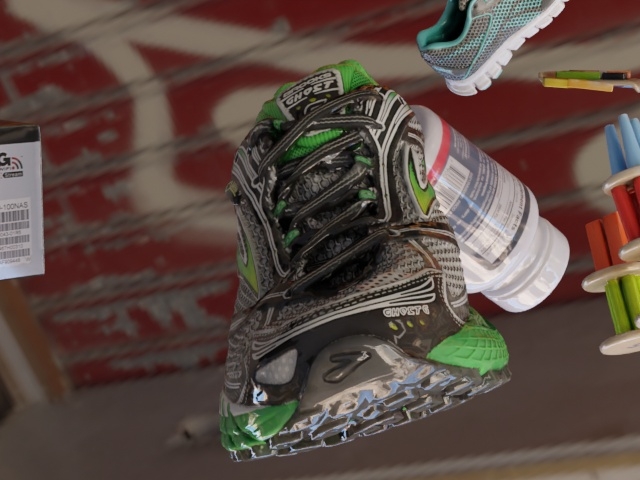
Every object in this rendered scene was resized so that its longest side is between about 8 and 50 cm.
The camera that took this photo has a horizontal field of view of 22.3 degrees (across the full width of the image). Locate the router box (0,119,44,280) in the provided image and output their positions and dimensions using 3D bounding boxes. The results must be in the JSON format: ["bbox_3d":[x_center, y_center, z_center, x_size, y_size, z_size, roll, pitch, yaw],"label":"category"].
[{"bbox_3d":[-0.327,-0.017,0.783,0.309,0.081,0.243,-9,-167,-42],"label":"router box"}]

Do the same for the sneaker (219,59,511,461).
[{"bbox_3d":[0.000,0.000,0.783,0.134,0.146,0.343,-17,-165,2],"label":"sneaker"}]

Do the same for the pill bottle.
[{"bbox_3d":[0.113,-0.020,1.327,0.108,0.180,0.108,-38,-148,29],"label":"pill bottle"}]

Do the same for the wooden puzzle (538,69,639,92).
[{"bbox_3d":[0.197,-0.116,1.165,0.079,0.014,0.116,6,-172,11],"label":"wooden puzzle"}]

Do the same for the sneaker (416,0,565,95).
[{"bbox_3d":[0.144,-0.195,1.332,0.166,0.076,0.065,-51,-139,15],"label":"sneaker"}]

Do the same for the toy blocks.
[{"bbox_3d":[0.220,-0.004,1.161,0.054,0.148,0.123,-7,163,-14],"label":"toy blocks"}]
